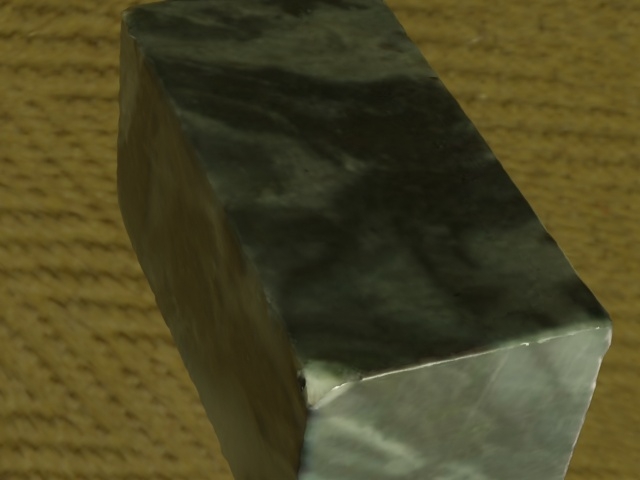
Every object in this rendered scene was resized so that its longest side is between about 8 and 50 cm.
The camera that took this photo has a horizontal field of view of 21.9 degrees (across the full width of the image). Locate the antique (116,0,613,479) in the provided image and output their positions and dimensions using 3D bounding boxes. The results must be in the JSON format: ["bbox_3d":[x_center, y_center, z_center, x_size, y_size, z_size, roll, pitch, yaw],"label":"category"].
[{"bbox_3d":[0.000,0.000,0.497,0.088,0.183,0.086,-10,135,-19],"label":"antique"}]
